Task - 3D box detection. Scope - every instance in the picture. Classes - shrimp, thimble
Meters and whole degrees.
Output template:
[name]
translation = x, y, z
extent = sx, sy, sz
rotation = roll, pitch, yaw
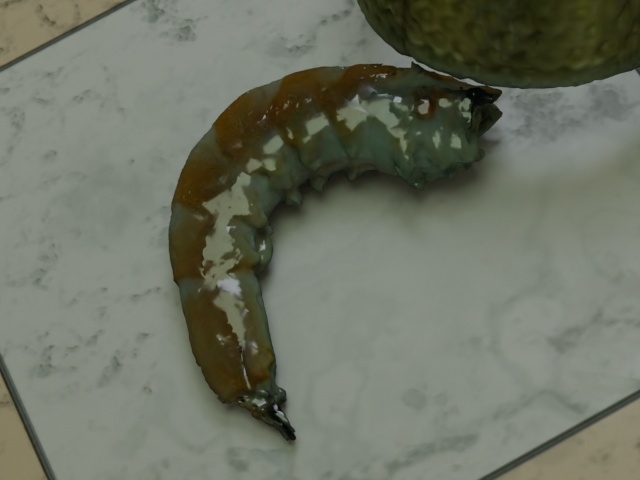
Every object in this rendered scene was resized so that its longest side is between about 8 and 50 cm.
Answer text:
[shrimp]
translation = -0.016, -0.024, 1.191
extent = 0.185, 0.068, 0.287
rotation = 27, 70, 24
[thimble]
translation = 0.149, -0.241, 1.196
extent = 0.271, 0.150, 0.271
rotation = -3, 47, 3
